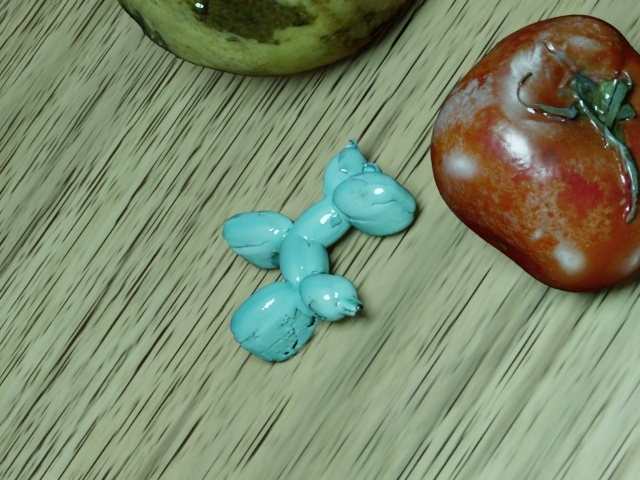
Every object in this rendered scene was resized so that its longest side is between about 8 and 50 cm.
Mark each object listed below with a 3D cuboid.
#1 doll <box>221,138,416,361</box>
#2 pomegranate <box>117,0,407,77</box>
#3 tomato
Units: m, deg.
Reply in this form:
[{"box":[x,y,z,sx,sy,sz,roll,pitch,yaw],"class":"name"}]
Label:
[{"box":[0.000,0.000,1.487,0.159,0.059,0.159,-21,50,28],"class":"doll"},{"box":[-0.043,-0.286,1.558,0.322,0.322,0.322,-19,53,27],"class":"pomegranate"},{"box":[0.170,-0.057,1.338,0.187,0.151,0.187,5,55,-8],"class":"tomato"}]
